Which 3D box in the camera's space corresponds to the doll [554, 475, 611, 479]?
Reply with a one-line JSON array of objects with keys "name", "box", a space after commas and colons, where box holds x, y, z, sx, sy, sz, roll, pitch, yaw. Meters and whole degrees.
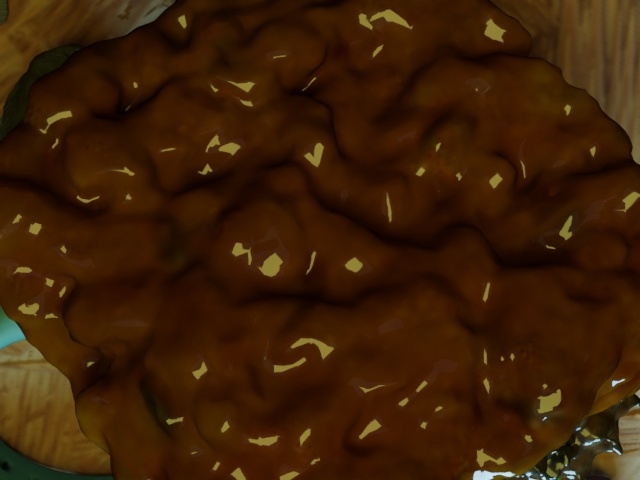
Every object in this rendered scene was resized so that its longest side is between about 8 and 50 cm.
[{"name": "doll", "box": [0.144, 0.183, 1.009, 0.115, 0.050, 0.190, -29, 115, 10]}]

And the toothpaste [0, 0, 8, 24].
[{"name": "toothpaste", "box": [-0.295, -0.159, 0.841, 0.234, 0.057, 0.089, -1, 118, -7]}]

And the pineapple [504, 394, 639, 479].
[{"name": "pineapple", "box": [0.106, 0.078, 0.876, 0.166, 0.193, 0.166, -1, 117, -2]}]

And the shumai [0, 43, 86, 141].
[{"name": "shumai", "box": [-0.158, -0.047, 0.884, 0.099, 0.123, 0.087, 32, 154, -35]}]

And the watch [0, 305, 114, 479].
[{"name": "watch", "box": [-0.117, 0.096, 0.955, 0.237, 0.068, 0.195, -8, 117, 5]}]

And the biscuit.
[{"name": "biscuit", "box": [0.000, 0.000, 0.765, 0.318, 0.312, 0.110, -32, 159, -18]}]
